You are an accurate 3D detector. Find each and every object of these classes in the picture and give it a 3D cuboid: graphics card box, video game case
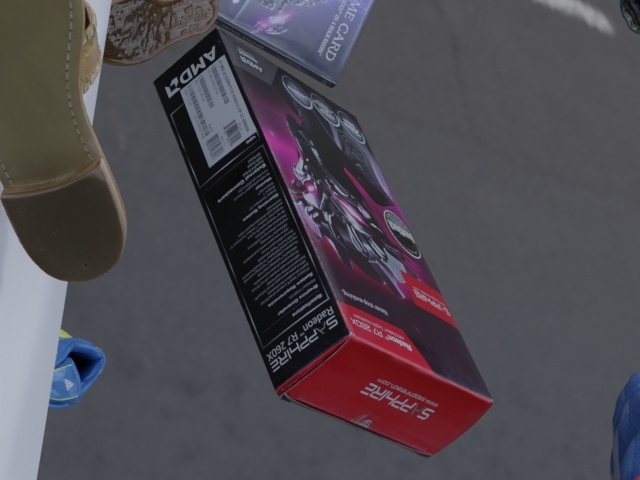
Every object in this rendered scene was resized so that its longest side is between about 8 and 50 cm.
[{"bbox_3d":[0.000,0.000,1.492,0.233,0.094,0.371,28,29,-48],"label":"graphics card box"},{"bbox_3d":[-0.064,-0.317,1.824,0.274,0.026,0.196,29,72,-11],"label":"video game case"}]

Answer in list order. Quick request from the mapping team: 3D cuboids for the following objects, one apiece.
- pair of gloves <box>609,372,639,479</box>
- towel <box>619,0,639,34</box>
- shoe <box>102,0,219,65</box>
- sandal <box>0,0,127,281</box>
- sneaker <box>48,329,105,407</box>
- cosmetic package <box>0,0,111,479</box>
[{"bbox_3d":[0.131,0.150,0.652,0.198,0.023,0.159,-74,161,-72],"label":"pair of gloves"},{"bbox_3d":[0.323,-0.358,1.253,0.370,0.040,0.271,-47,143,-33],"label":"towel"},{"bbox_3d":[-0.184,-0.222,1.656,0.219,0.058,0.077,-25,125,-57],"label":"shoe"},{"bbox_3d":[-0.160,-0.097,0.911,0.079,0.088,0.240,-98,176,-62],"label":"sandal"},{"bbox_3d":[-0.307,0.129,1.586,0.240,0.126,0.091,-21,104,-49],"label":"sneaker"},{"bbox_3d":[-0.297,-0.002,1.082,0.097,0.284,0.377,7,94,-55],"label":"cosmetic package"}]
